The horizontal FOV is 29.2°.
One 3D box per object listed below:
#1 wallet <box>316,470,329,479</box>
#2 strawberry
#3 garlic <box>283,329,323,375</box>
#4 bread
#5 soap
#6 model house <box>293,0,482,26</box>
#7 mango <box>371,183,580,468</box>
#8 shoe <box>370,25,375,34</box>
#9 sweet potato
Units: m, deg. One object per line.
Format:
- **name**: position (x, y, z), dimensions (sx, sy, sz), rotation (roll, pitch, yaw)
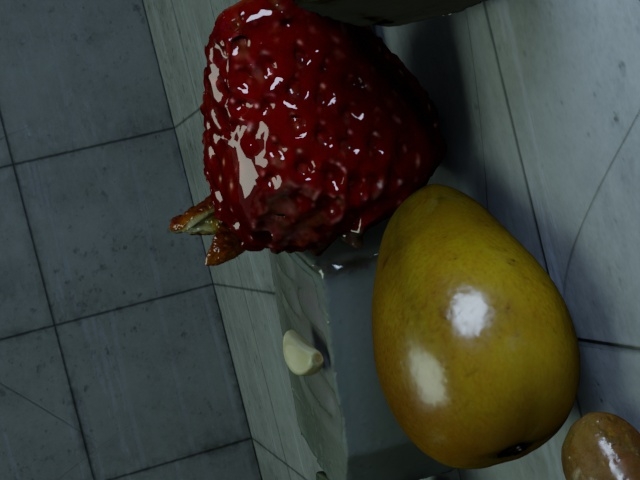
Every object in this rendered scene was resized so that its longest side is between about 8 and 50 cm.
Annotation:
- **wallet**: position (0.132, 0.441, 1.860), dimensions (0.083, 0.252, 0.360), rotation (-70, 22, 7)
- **strawberry**: position (-0.024, -0.167, 1.545), dimensions (0.295, 0.317, 0.345), rotation (-82, -27, -56)
- **garlic**: position (-0.022, 0.160, 1.693), dimensions (0.083, 0.041, 0.053), rotation (29, 122, 54)
- **bread**: position (-0.088, -0.076, 1.739), dimensions (0.139, 0.269, 0.095), rotation (32, 151, 40)
- **soap**: position (0.069, 0.142, 1.830), dimensions (0.350, 0.213, 0.435), rotation (-132, 30, -60)
- **model house**: position (0.100, -0.387, 1.266), dimensions (0.317, 0.297, 0.282), rotation (-8, -86, -67)
- **mango**: position (0.163, 0.093, 1.412), dimensions (0.378, 0.221, 0.264), rotation (-104, 4, -47)
- **shoe**: position (0.036, -0.231, 1.767), dimensions (0.336, 0.132, 0.171), rotation (89, 156, -48)
- **sweet potato**: position (0.324, 0.292, 1.223), dimensions (0.097, 0.097, 0.292), rotation (95, 155, -54)
